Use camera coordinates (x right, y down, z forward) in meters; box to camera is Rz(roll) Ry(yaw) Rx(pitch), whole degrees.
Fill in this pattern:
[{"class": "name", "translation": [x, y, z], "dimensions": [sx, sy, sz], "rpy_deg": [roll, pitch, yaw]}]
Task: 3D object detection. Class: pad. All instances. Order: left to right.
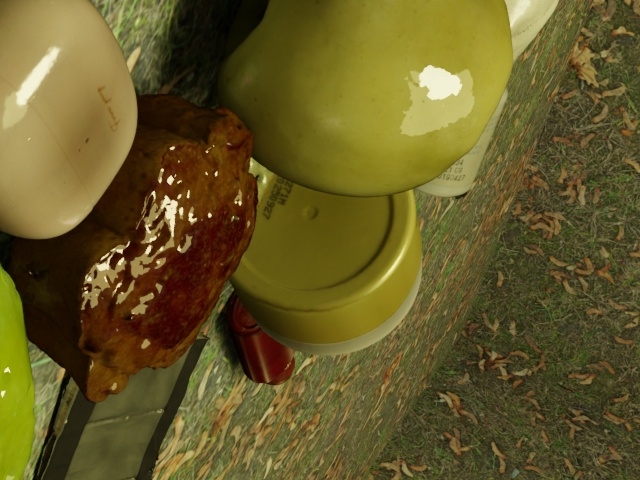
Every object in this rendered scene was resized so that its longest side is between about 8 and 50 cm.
[{"class": "pad", "translation": [-0.211, 0.195, 1.196], "dimensions": [0.174, 0.022, 0.233], "rpy_deg": [-7, 125, -51]}]

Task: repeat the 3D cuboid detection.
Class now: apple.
[{"class": "apple", "translation": [0.034, -0.166, 1.030], "dimensions": [0.262, 0.262, 0.262], "rpy_deg": [-56, 164, -25]}]

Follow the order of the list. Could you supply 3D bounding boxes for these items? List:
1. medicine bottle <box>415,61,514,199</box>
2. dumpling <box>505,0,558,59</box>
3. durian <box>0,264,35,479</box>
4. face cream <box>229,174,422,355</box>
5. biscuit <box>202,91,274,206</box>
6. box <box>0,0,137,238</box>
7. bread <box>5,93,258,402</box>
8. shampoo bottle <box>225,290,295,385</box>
[{"class": "medicine bottle", "translation": [0.202, -0.205, 1.760], "dimensions": [0.143, 0.143, 0.258], "rpy_deg": [-40, 155, -56]}, {"class": "dumpling", "translation": [0.194, -0.319, 1.374], "dimensions": [0.260, 0.181, 0.341], "rpy_deg": [-69, 142, -85]}, {"class": "durian", "translation": [-0.257, 0.068, 0.550], "dimensions": [0.256, 0.204, 0.339], "rpy_deg": [-30, 149, -43]}, {"class": "face cream", "translation": [0.000, 0.000, 1.273], "dimensions": [0.218, 0.218, 0.179], "rpy_deg": [-59, 164, -13]}, {"class": "biscuit", "translation": [-0.087, -0.080, 1.144], "dimensions": [0.203, 0.016, 0.144], "rpy_deg": [-60, 144, -15]}, {"class": "box", "translation": [-0.185, -0.082, 0.748], "dimensions": [0.146, 0.088, 0.200], "rpy_deg": [-60, 164, -18]}, {"class": "bread", "translation": [-0.146, 0.001, 0.935], "dimensions": [0.232, 0.135, 0.246], "rpy_deg": [-28, 143, -65]}, {"class": "shampoo bottle", "translation": [-0.071, 0.127, 1.559], "dimensions": [0.102, 0.064, 0.260], "rpy_deg": [-58, 165, -19]}]
